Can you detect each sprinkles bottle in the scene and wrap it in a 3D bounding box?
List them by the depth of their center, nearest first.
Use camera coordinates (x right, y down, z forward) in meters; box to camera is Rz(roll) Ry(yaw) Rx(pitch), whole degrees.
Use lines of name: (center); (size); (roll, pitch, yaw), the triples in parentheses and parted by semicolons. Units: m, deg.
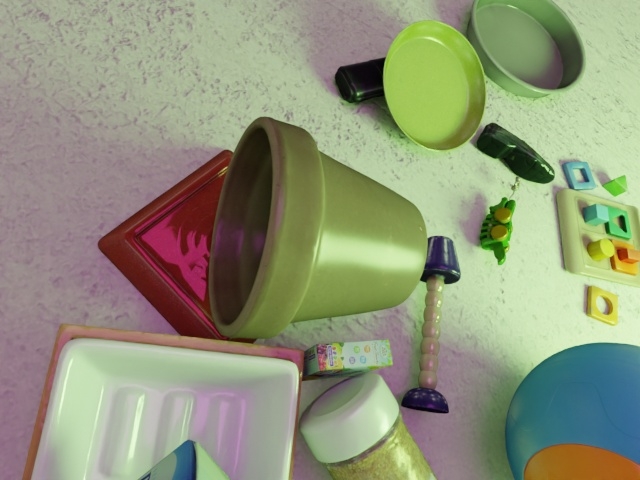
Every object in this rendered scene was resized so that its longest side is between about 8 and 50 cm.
sprinkles bottle: (0.109, 0.347, 0.623); (0.121, 0.121, 0.356); (-31, 93, -26)

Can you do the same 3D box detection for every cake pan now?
cake pan: (0.446, -0.435, 1.093); (0.292, 0.054, 0.294); (6, 69, -16)

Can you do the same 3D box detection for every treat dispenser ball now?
treat dispenser ball: (0.407, 0.286, 0.683); (0.287, 0.288, 0.289); (6, 69, -16)

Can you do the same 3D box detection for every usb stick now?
usb stick: (0.155, -0.323, 0.959); (0.277, 0.045, 0.077); (-20, 74, -24)

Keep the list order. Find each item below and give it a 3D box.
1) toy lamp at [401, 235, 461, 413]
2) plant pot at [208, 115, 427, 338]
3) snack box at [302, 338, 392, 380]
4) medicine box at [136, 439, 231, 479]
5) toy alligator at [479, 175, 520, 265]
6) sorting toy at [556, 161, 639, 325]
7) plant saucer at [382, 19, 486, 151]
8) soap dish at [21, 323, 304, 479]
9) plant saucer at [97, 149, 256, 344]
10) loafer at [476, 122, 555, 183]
toy lamp: (0.178, 0.125, 0.785); (0.080, 0.080, 0.275); (15, 69, -13)
plant pot: (0.000, 0.000, 0.632); (0.229, 0.263, 0.263); (10, 67, -25)
snack box: (0.023, 0.166, 0.679); (0.100, 0.141, 0.037); (-1, 70, -19)
medicine box: (-0.151, 0.392, 0.443); (0.289, 0.149, 0.264); (-37, 101, -11)
toy alligator: (0.326, -0.041, 0.912); (0.051, 0.056, 0.190); (6, 62, 28)
sorting toy: (0.570, -0.008, 0.981); (0.195, 0.047, 0.348); (10, 68, -15)
plant saucer: (0.210, -0.285, 0.934); (0.240, 0.037, 0.241); (0, 91, -27)
soap dish: (-0.175, 0.231, 0.590); (0.290, 0.118, 0.229); (10, 75, -15)
plant saucer: (-0.140, 0.012, 0.735); (0.259, 0.048, 0.258); (46, 64, 1)
loafer: (0.391, -0.175, 0.976); (0.170, 0.062, 0.061); (34, 59, -6)
